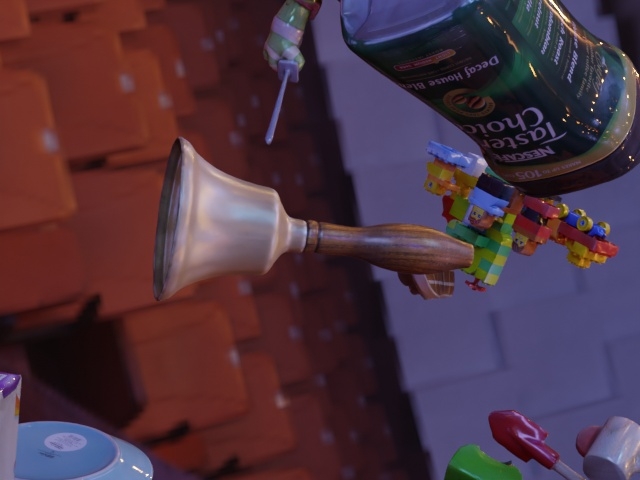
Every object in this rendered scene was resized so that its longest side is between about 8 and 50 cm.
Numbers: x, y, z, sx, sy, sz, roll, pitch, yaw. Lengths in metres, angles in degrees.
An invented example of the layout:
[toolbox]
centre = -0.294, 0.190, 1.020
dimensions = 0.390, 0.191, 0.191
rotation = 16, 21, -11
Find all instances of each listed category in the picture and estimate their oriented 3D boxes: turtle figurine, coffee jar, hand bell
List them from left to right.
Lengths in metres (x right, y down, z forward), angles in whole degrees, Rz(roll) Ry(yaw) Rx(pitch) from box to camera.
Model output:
[hand bell]
centre = 0.000, 0.000, 1.411
dimensions = 0.126, 0.242, 0.126
rotation = -172, -90, -78
[turtle figurine]
centre = 0.060, -0.177, 1.721
dimensions = 0.198, 0.266, 0.274
rotation = -31, -107, 23
[coffee jar]
centre = 0.099, -0.093, 0.974
dimensions = 0.096, 0.184, 0.079
rotation = -16, -125, 35

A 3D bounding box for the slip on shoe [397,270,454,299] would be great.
[slip on shoe]
centre = 0.085, 0.026, 1.581
dimensions = 0.135, 0.041, 0.051
rotation = 18, 71, -76

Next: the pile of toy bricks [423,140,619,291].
[pile of toy bricks]
centre = 0.154, -0.006, 1.651
dimensions = 0.212, 0.118, 0.105
rotation = 32, -77, 48

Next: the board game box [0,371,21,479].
[board game box]
centre = -0.338, 0.145, 1.110
dimensions = 0.142, 0.275, 0.144
rotation = -52, 149, -74

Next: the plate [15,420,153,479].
[plate]
centre = -0.244, 0.198, 1.645
dimensions = 0.188, 0.188, 0.024
rotation = -142, -129, -59

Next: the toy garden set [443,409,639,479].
[toy garden set]
centre = 0.188, 0.168, 1.021
dimensions = 0.244, 0.049, 0.203
rotation = 27, -37, 16
